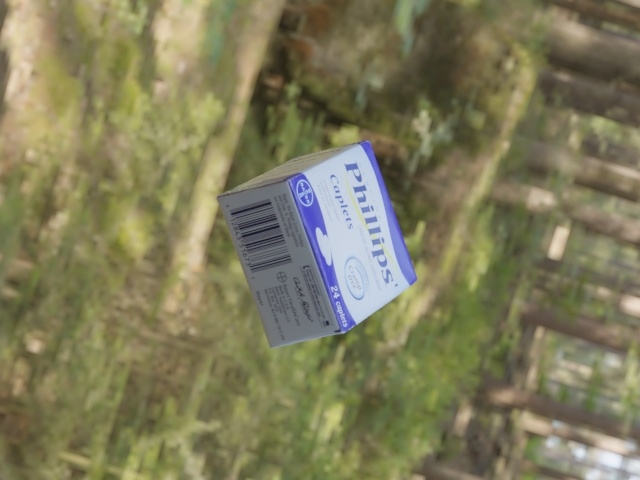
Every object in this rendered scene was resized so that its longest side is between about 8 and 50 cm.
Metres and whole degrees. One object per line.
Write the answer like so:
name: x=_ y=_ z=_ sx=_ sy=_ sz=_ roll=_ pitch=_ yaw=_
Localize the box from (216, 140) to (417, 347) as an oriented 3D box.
box: x=0.000 y=0.000 z=1.294 sx=0.137 sy=0.072 sz=0.126 roll=-32 pitch=105 yaw=-58
